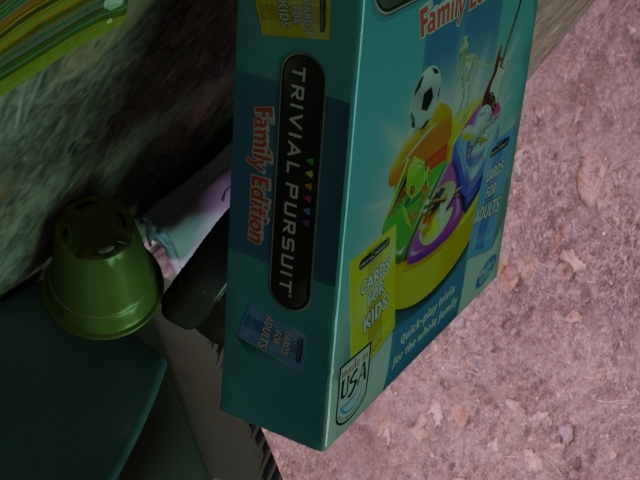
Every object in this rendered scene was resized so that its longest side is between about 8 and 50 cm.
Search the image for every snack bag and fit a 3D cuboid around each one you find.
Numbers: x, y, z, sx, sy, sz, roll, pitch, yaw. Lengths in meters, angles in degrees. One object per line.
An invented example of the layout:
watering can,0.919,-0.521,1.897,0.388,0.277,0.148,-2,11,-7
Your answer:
snack bag,-0.022,-0.092,1.167,0.342,0.037,0.323,-44,173,-9

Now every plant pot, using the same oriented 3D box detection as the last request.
plant pot,-0.221,0.153,0.894,0.234,0.165,0.165,-54,179,-33
plant pot,-0.146,0.012,0.868,0.083,0.083,0.079,-43,161,-26

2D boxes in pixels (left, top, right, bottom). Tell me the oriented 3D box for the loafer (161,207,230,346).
loafer,0.000,0.000,1.043,0.134,0.130,0.366,-50,180,34

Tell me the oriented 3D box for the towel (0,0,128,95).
towel,-0.094,-0.137,0.500,0.102,0.021,0.237,-43,173,-32

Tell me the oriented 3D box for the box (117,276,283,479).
box,-0.121,0.147,1.046,0.113,0.094,0.275,-47,-143,15

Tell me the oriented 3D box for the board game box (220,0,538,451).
board game box,0.045,-0.080,0.790,0.254,0.079,0.336,-38,140,-50
